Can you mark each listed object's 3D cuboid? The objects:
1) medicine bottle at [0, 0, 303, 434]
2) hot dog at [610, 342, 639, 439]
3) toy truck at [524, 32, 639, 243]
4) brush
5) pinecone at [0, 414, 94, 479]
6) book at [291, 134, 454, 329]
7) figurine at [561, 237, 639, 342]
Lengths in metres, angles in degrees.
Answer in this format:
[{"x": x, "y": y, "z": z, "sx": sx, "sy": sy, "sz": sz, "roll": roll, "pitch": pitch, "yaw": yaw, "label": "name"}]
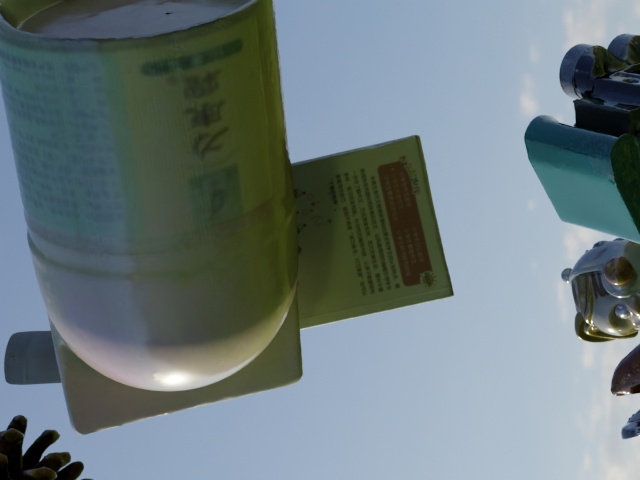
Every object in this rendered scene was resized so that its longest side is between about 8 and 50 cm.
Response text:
[{"x": -0.138, "y": -0.024, "z": 1.272, "sx": 0.235, "sy": 0.236, "sz": 0.406, "roll": -58, "pitch": -33, "yaw": -58, "label": "medicine bottle"}, {"x": 0.395, "y": 0.104, "z": 1.449, "sx": 0.194, "sy": 0.326, "sz": 0.107, "roll": -16, "pitch": -101, "yaw": -48, "label": "hot dog"}, {"x": 0.253, "y": -0.082, "z": 0.986, "sx": 0.253, "sy": 0.114, "sz": 0.124, "roll": -16, "pitch": -67, "yaw": -34, "label": "toy truck"}, {"x": -0.207, "y": 0.115, "z": 1.525, "sx": 0.050, "sy": 0.321, "sz": 0.060, "roll": 30, "pitch": -121, "yaw": -57, "label": "brush"}, {"x": -0.371, "y": 0.323, "z": 1.705, "sx": 0.264, "sy": 0.264, "sz": 0.264, "roll": 2, "pitch": -90, "yaw": -72, "label": "pinecone"}, {"x": 0.000, "y": 0.000, "z": 1.421, "sx": 0.022, "sy": 0.232, "sz": 0.162, "roll": 3, "pitch": -105, "yaw": -84, "label": "book"}, {"x": 0.438, "y": 0.037, "z": 1.882, "sx": 0.274, "sy": 0.194, "sz": 0.133, "roll": -44, "pitch": 41, "yaw": 45, "label": "figurine"}]
